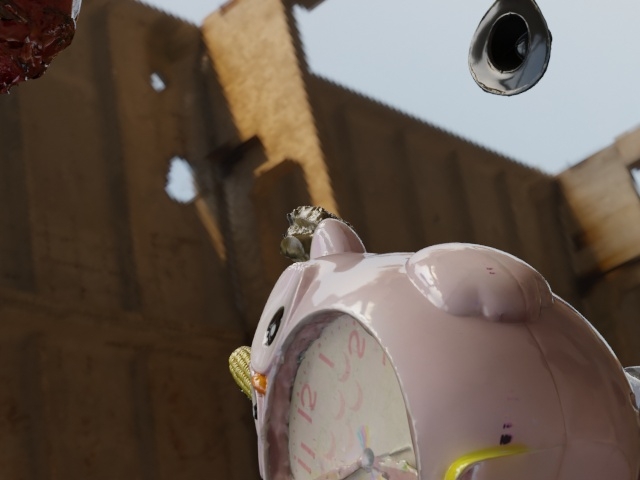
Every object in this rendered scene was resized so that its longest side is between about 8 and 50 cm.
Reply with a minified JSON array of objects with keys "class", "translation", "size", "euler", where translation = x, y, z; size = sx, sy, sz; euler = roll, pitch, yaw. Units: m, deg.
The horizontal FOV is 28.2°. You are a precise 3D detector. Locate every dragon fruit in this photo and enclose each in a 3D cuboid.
[{"class":"dragon fruit","translation":[-0.476,-0.355,1.797],"size":[0.295,0.295,0.302],"euler":[45,-132,-22]}]

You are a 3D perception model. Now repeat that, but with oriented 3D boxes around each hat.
[{"class":"hat","translation":[0.203,-0.201,1.307],"size":[0.050,0.121,0.121],"euler":[2,-119,-34]}]

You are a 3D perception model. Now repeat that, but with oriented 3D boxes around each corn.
[{"class":"corn","translation":[-0.062,0.210,1.773],"size":[0.072,0.072,0.203],"euler":[25,-174,-42]}]

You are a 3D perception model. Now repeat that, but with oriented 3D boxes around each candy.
[{"class":"candy","translation":[0.000,0.000,1.846],"size":[0.110,0.085,0.095],"euler":[34,-106,-39]}]

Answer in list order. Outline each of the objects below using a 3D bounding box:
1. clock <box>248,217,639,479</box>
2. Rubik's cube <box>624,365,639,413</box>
[{"class":"clock","translation":[0.093,0.163,1.124],"size":[0.250,0.368,0.376],"euler":[-1,-157,-30]},{"class":"Rubik's cube","translation":[0.485,0.286,1.488],"size":[0.237,0.237,0.238],"euler":[1,-162,-32]}]
